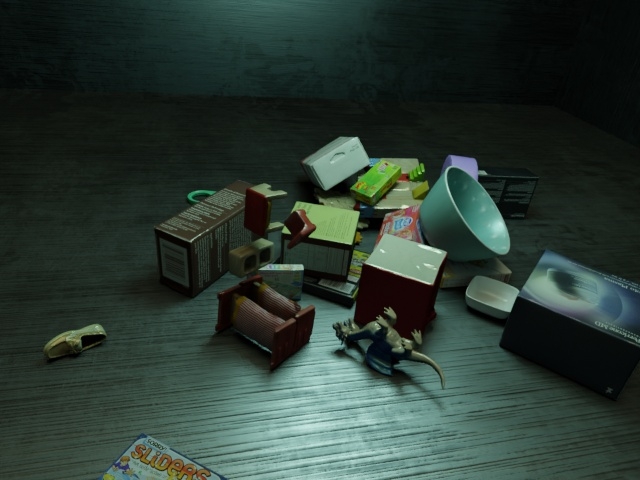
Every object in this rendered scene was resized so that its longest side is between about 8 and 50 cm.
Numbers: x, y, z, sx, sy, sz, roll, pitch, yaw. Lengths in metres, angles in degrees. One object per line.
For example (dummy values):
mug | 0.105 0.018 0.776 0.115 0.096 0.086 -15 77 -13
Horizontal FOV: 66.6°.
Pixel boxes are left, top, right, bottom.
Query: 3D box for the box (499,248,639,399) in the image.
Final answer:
box | 0.678 0.202 1.280 0.296 0.183 0.294 24 37 27

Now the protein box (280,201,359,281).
protein box | 0.000 0.000 1.458 0.201 0.136 0.200 10 32 6

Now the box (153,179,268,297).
box | -0.307 -0.021 1.452 0.143 0.191 0.381 21 34 22

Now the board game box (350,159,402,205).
board game box | 0.198 -0.207 1.723 0.092 0.043 0.181 26 58 34

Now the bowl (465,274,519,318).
bowl | 0.497 0.170 1.418 0.142 0.053 0.142 20 34 23

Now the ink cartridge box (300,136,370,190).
ink cartridge box | 0.049 -0.303 1.890 0.207 0.117 0.283 -31 16 -2

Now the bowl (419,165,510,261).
bowl | 0.425 -0.056 1.508 0.311 0.163 0.312 29 42 -30

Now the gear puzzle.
gear puzzle | 0.083 -0.082 1.769 0.175 0.044 0.339 6 34 -19

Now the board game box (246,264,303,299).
board game box | -0.127 0.115 1.345 0.154 0.103 0.026 1 32 -9

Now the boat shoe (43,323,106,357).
boat shoe | -0.562 0.235 1.123 0.045 0.050 0.135 25 36 37

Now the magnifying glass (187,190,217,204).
magnifying glass | -0.382 -0.167 1.835 0.231 0.026 0.092 -6 34 -21

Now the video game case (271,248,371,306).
video game case | 0.012 0.082 1.493 0.274 0.035 0.248 16 33 17

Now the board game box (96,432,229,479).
board game box | -0.281 0.439 0.855 0.201 0.035 0.136 18 33 18

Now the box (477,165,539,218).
box | 0.688 -0.187 1.911 0.261 0.184 0.103 1 29 -9

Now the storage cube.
storage cube | 0.218 0.124 1.310 0.215 0.193 0.184 17 33 19

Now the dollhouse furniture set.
dollhouse furniture set | -0.123 0.081 1.151 0.201 0.374 0.152 24 31 29

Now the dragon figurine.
dragon figurine | 0.166 0.263 1.175 0.289 0.144 0.085 38 38 12

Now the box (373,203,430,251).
box | 0.266 0.001 1.544 0.128 0.123 0.257 -17 22 26

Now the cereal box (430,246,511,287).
cereal box | 0.461 0.078 1.566 0.240 0.047 0.173 -3 32 -15

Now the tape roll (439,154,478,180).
tape roll | 0.480 -0.163 1.745 0.090 0.275 0.275 8 31 3

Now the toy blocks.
toy blocks | 0.245 -0.183 1.817 0.260 0.191 0.381 1 46 0
